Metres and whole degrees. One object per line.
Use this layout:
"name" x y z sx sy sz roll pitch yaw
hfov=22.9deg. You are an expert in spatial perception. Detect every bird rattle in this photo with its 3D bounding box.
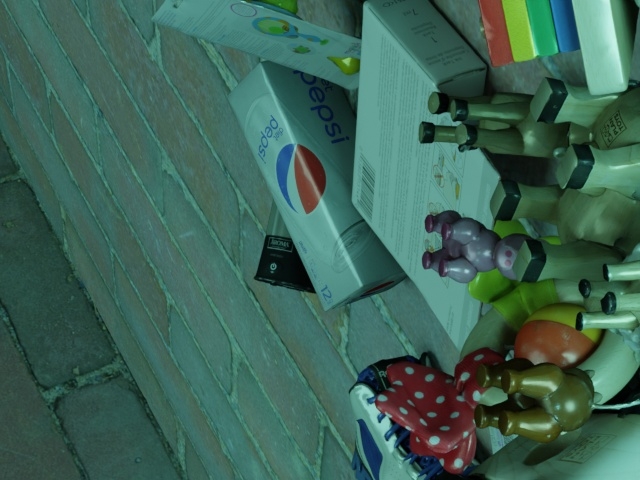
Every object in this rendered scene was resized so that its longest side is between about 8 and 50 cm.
"bird rattle" 0.174 0.092 1.352 0.207 0.253 0.143 -2 120 41

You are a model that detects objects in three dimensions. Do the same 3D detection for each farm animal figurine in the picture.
"farm animal figurine" 0.212 -0.021 1.207 0.327 0.172 0.330 122 145 -58

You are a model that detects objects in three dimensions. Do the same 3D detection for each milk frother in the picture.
"milk frother" 0.000 0.000 1.944 0.143 0.129 0.135 30 -108 -76

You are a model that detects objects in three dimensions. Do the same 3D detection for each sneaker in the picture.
"sneaker" 0.107 0.238 1.839 0.315 0.127 0.182 38 147 59

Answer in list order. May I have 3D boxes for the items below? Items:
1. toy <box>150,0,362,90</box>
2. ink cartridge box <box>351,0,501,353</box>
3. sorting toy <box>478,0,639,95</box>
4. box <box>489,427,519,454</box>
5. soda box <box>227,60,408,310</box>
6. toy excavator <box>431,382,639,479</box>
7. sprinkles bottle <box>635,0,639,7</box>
"toy" -0.044 -0.230 1.651 0.137 0.237 0.056 151 137 -67
"ink cartridge box" 0.122 -0.061 1.577 0.261 0.066 0.296 55 157 34
"sorting toy" 0.147 -0.249 1.066 0.255 0.089 0.257 -59 -42 -65
"box" 0.234 0.305 1.661 0.067 0.063 0.324 39 145 58
"soda box" 0.004 -0.071 1.814 0.091 0.098 0.286 -37 74 53
"toy excavator" 0.331 0.337 1.288 0.445 0.222 0.433 57 162 -7
"sprinkles bottle" 0.306 -0.052 1.000 0.355 0.121 0.121 68 161 1
